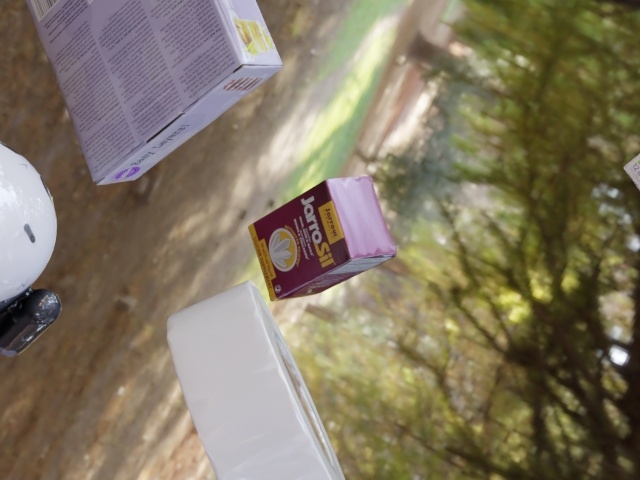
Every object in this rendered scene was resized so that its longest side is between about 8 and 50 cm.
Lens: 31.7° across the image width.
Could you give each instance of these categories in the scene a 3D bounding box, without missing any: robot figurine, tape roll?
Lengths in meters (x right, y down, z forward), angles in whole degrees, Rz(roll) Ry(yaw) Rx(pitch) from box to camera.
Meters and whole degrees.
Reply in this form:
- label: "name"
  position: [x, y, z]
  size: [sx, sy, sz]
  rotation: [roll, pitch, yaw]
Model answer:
- label: "robot figurine"
  position: [-0.364, 0.011, 1.062]
  size: [0.278, 0.209, 0.174]
  rotation: [-34, -123, 41]
- label: "tape roll"
  position: [-0.060, 0.188, 1.187]
  size: [0.100, 0.286, 0.286]
  rotation: [-25, 177, -1]

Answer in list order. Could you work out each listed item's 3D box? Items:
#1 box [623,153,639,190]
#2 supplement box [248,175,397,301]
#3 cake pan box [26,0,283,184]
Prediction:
- label: "box"
  position: [0.460, -0.093, 1.243]
  size: [0.203, 0.114, 0.103]
  rotation: [-41, 149, 24]
- label: "supplement box"
  position: [0.000, 0.000, 0.712]
  size: [0.043, 0.055, 0.083]
  rotation: [-6, 163, -43]
- label: "cake pan box"
  position: [-0.187, -0.219, 1.170]
  size: [0.267, 0.246, 0.070]
  rotation: [-33, 163, 36]
